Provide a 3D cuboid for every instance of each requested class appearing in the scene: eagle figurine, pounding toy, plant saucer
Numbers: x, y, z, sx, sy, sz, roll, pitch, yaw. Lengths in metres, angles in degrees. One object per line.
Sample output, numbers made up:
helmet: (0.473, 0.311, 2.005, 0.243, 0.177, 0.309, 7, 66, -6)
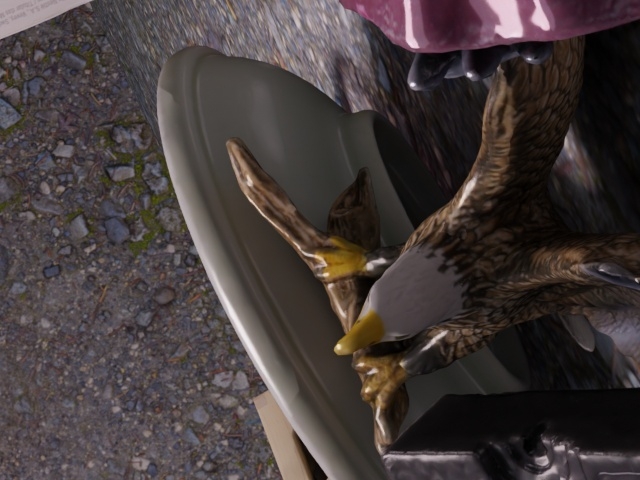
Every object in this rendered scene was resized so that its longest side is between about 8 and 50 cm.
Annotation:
eagle figurine: (0.094, -0.008, 0.683, 0.226, 0.225, 0.298, 31, 140, -17)
pounding toy: (0.011, 0.149, 1.021, 0.130, 0.100, 0.141, 39, -156, -58)
plant saucer: (0.044, 0.028, 0.965, 0.400, 0.100, 0.400, 55, -166, -21)

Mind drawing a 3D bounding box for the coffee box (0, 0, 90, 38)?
coffee box: (-0.309, -0.410, 1.378, 0.334, 0.338, 0.338, -127, 16, -61)

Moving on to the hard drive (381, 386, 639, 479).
hard drive: (0.183, 0.218, 0.604, 0.237, 0.064, 0.339, -8, 109, 42)

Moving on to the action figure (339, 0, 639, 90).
action figure: (0.055, -0.234, 0.362, 0.276, 0.248, 0.370, -62, -48, -69)
